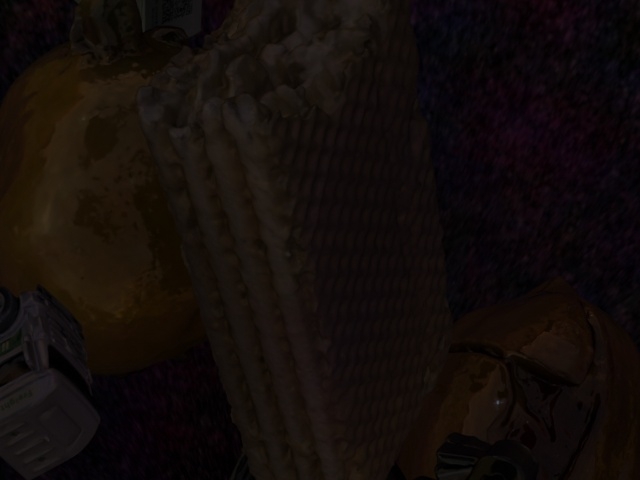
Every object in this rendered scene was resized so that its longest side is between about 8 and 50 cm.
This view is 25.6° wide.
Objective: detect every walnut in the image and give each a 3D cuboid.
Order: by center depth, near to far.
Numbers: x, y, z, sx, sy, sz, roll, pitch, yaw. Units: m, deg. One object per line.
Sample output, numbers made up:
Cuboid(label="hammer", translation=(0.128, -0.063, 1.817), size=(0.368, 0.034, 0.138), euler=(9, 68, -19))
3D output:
Cuboid(label="walnut", translation=(0.158, 0.160, 1.099), size=(0.203, 0.203, 0.298), euler=(12, 60, 2))

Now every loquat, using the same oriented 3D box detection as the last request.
Cuboid(label="loquat", translation=(-0.095, -0.025, 0.693), size=(0.149, 0.172, 0.205), euler=(-1, 113, -7))

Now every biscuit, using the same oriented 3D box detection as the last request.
Cuboid(label="biscuit", translation=(0.000, 0.000, 0.538), size=(0.061, 0.239, 0.108), euler=(16, 51, 25))

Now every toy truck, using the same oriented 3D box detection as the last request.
Cuboid(label="toy truck", translation=(-0.095, 0.049, 0.347), size=(0.083, 0.039, 0.044), euler=(-29, 50, 1))

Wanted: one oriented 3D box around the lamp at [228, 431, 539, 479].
Cuboid(label="lamp", translation=(0.066, 0.191, 0.882), size=(0.227, 0.147, 0.172), euler=(13, 112, 25))

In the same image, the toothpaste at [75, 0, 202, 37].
Cuboid(label="toothpaste", translation=(-0.221, -0.270, 1.133), size=(0.067, 0.081, 0.336), euler=(-28, 53, -33))
